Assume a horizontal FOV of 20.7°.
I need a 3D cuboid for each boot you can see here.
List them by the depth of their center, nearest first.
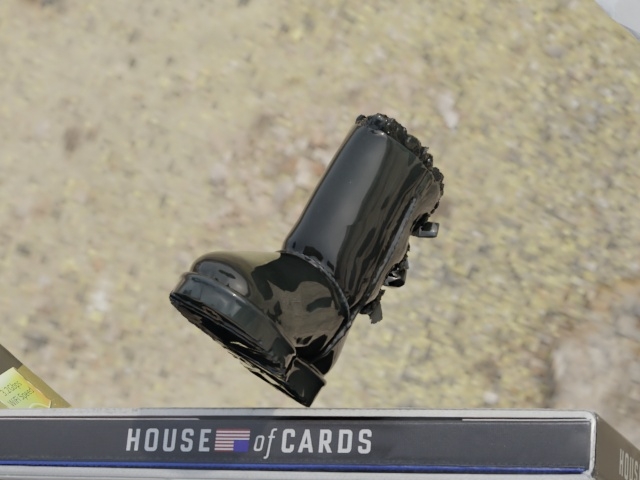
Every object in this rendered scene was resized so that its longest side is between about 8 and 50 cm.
[{"bbox_3d":[0.000,0.000,0.608,0.045,0.121,0.099,29,81,22],"label":"boot"}]

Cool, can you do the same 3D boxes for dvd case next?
[{"bbox_3d":[0.012,0.096,0.693,0.239,0.179,0.029,-1,74,22],"label":"dvd case"}]

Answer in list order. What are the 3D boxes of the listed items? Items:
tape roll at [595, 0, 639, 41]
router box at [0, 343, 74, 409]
[{"bbox_3d":[0.232,-0.118,0.694,0.286,0.286,0.100,55,129,38],"label":"tape roll"},{"bbox_3d":[-0.198,0.197,1.059,0.243,0.309,0.081,40,108,2],"label":"router box"}]
